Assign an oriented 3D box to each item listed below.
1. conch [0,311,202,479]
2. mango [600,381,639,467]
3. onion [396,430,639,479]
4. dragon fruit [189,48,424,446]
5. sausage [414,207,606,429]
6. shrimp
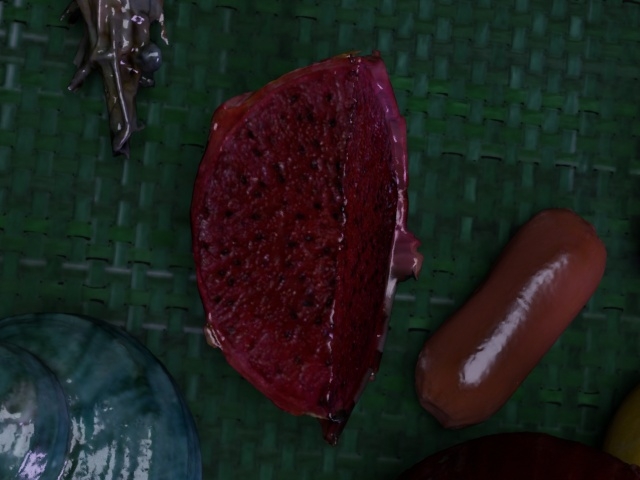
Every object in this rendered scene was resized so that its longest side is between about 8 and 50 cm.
[{"bbox_3d":[-0.185,0.124,0.849,0.202,0.196,0.134,-5,112,-47],"label":"conch"},{"bbox_3d":[0.295,0.149,0.964,0.194,0.092,0.130,-26,88,-15],"label":"mango"},{"bbox_3d":[0.139,0.267,0.860,0.276,0.276,0.276,1,85,-9],"label":"onion"},{"bbox_3d":[-0.007,-0.001,0.922,0.126,0.161,0.274,6,97,25],"label":"dragon fruit"},{"bbox_3d":[0.144,0.058,0.958,0.077,0.077,0.194,42,79,-4],"label":"sausage"},{"bbox_3d":[-0.228,-0.215,0.921,0.247,0.085,0.360,-26,86,-1],"label":"shrimp"}]
